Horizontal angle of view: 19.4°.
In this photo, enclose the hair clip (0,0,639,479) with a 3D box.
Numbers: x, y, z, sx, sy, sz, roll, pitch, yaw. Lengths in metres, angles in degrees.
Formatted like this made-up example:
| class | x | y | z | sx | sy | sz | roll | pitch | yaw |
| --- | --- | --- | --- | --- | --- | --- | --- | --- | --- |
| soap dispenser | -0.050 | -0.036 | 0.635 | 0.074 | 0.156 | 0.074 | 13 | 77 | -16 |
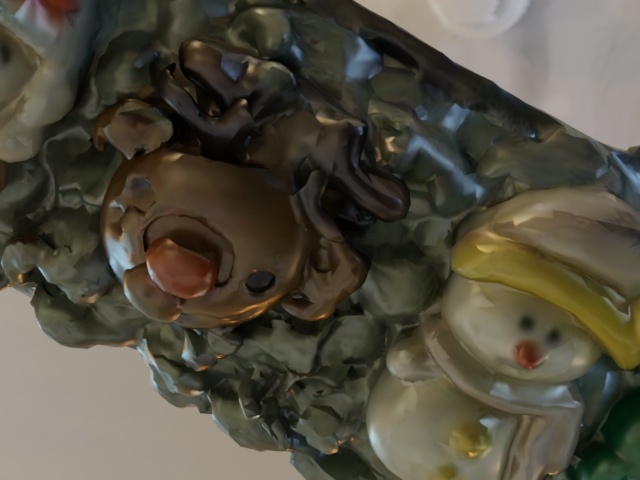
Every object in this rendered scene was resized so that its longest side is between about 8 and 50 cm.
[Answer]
| class | x | y | z | sx | sy | sz | roll | pitch | yaw |
| --- | --- | --- | --- | --- | --- | --- | --- | --- | --- |
| hair clip | 0.001 | 0.001 | 0.481 | 0.321 | 0.091 | 0.138 | 28 | -74 | -3 |
